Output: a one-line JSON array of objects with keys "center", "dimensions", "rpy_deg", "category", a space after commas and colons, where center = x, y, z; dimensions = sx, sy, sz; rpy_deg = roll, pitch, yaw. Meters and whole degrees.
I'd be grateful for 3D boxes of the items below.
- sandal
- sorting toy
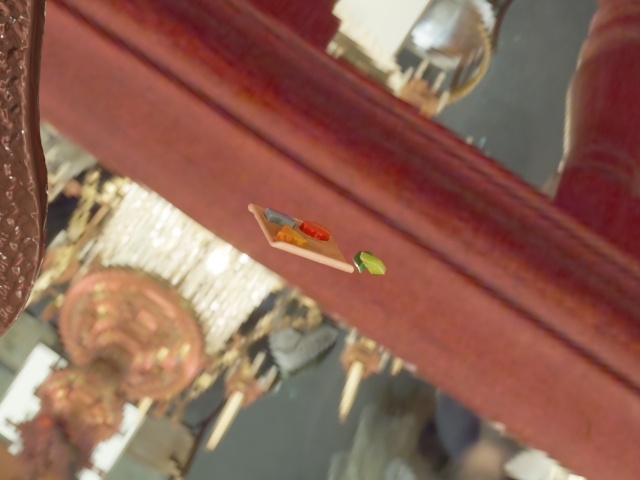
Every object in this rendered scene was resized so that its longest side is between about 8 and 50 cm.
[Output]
[{"center": [-0.290, -0.097, 1.356], "dimensions": [0.167, 0.107, 0.446], "rpy_deg": [14, 113, 2], "category": "sandal"}, {"center": [0.000, 0.000, 1.005], "dimensions": [0.083, 0.062, 0.012], "rpy_deg": [19, 107, -26], "category": "sorting toy"}]
